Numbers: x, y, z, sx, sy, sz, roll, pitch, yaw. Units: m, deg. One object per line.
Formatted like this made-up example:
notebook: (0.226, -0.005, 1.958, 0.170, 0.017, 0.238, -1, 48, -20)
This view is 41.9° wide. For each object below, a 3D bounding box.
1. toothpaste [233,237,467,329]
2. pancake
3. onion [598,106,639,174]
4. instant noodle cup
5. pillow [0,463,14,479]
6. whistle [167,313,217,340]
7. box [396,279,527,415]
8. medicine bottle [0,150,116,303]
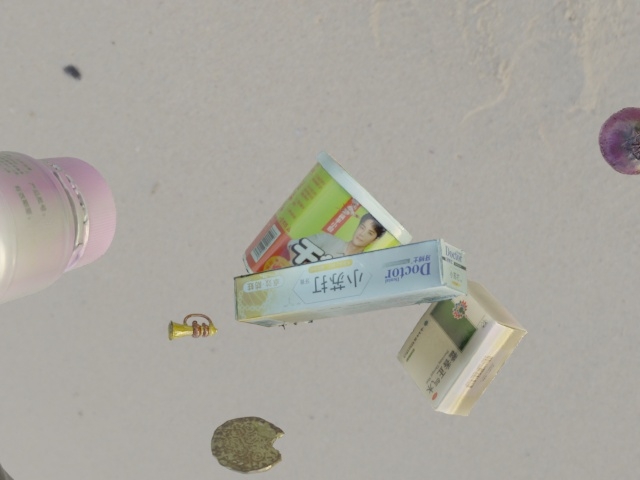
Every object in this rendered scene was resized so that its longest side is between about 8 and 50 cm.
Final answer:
toothpaste: (0.034, 0.062, 1.095, 0.312, 0.071, 0.089, -11, 162, 30)
pancake: (-0.205, 0.574, 2.361, 0.211, 0.235, 0.029, 7, 118, 6)
onion: (0.525, -0.166, 1.398, 0.115, 0.104, 0.115, -3, 107, -11)
instant noodle cup: (0.000, 0.000, 1.873, 0.294, 0.294, 0.308, 44, 96, -13)
pillow: (-0.488, 0.388, 1.103, 0.106, 0.250, 0.186, 11, 139, 14)
whistle: (-0.286, 0.195, 1.857, 0.057, 0.109, 0.046, 35, 120, 54)
box: (0.265, 0.200, 1.593, 0.095, 0.168, 0.212, 17, 112, -36)
medicine bottle: (-0.537, -0.028, 1.448, 0.256, 0.325, 0.256, 5, 103, 23)
